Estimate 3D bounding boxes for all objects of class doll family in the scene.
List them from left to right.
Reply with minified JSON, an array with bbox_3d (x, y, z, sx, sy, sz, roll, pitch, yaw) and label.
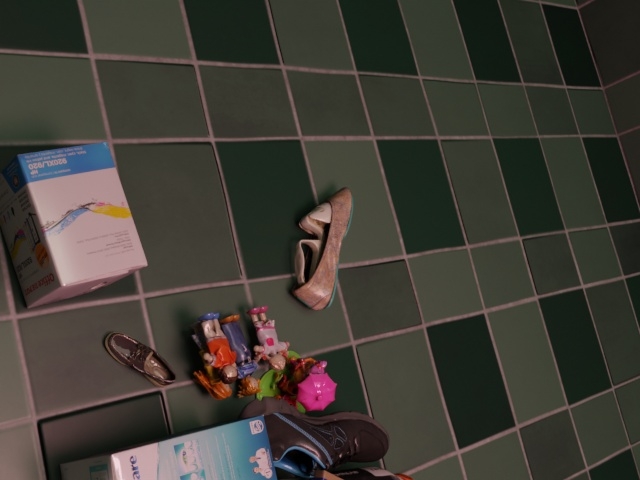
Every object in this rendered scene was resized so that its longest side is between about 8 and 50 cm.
[{"bbox_3d":[-0.173,0.231,1.603,0.263,0.118,0.163,-1,68,-59],"label":"doll family"}]

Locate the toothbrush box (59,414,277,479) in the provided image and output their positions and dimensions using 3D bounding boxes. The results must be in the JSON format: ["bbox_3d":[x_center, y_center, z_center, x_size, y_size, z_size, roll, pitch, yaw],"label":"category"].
[{"bbox_3d":[-0.259,0.399,1.383,0.295,0.216,0.126,-7,79,-40],"label":"toothbrush box"}]

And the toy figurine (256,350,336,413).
[{"bbox_3d":[-0.029,0.293,1.651,0.130,0.159,0.173,34,55,-26],"label":"toy figurine"}]

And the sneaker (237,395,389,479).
[{"bbox_3d":[-0.003,0.406,1.563,0.341,0.125,0.139,15,33,-31],"label":"sneaker"}]

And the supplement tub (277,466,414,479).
[{"bbox_3d":[0.043,0.558,1.584,0.338,0.207,0.207,4,72,-39],"label":"supplement tub"}]

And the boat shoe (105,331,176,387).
[{"bbox_3d":[-0.328,0.217,1.500,0.152,0.049,0.056,39,54,-23],"label":"boat shoe"}]

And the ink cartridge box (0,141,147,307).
[{"bbox_3d":[-0.442,-0.026,1.409,0.168,0.171,0.233,-16,85,-42],"label":"ink cartridge box"}]

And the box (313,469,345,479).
[{"bbox_3d":[0.017,0.534,1.411,0.136,0.036,0.225,34,60,-28],"label":"box"}]

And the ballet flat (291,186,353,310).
[{"bbox_3d":[0.000,0.000,1.821,0.106,0.107,0.316,24,59,-24],"label":"ballet flat"}]
